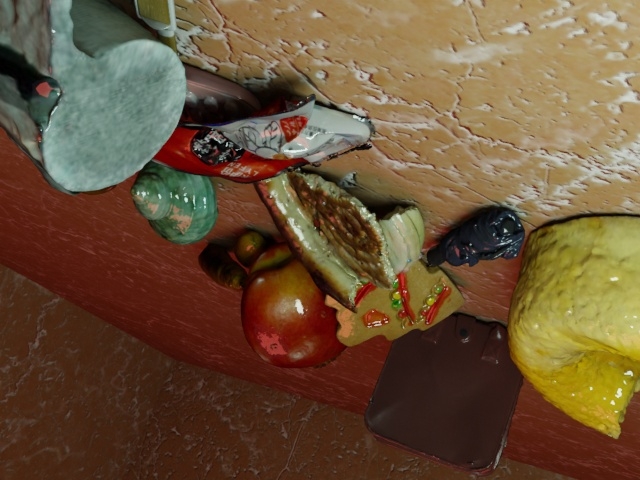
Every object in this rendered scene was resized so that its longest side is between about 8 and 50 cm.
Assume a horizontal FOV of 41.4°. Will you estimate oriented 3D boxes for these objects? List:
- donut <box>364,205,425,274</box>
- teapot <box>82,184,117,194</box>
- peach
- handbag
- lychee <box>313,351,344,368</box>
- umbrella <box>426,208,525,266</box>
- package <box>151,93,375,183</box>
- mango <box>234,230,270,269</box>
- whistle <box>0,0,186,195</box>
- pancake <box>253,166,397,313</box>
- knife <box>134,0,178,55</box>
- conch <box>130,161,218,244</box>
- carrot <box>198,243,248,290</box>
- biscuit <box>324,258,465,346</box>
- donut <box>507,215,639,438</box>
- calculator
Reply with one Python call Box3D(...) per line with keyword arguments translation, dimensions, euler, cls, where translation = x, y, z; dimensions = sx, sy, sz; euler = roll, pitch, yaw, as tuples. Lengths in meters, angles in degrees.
Box3D(translation=(0.094, -0.004, 1.235), dimensions=(0.166, 0.065, 0.108), euler=(-4, 126, 51), cls="donut")
Box3D(translation=(-0.400, -0.129, 1.491), dimensions=(0.098, 0.078, 0.129), euler=(-26, 163, 12), cls="teapot")
Box3D(translation=(-0.033, 0.123, 1.510), dimensions=(0.199, 0.243, 0.243), euler=(-1, 152, 41), cls="peach")
Box3D(translation=(0.235, 0.268, 1.559), dimensions=(0.260, 0.276, 0.084), euler=(16, 163, 24), cls="handbag")
Box3D(translation=(-0.029, 0.171, 1.739), dimensions=(0.200, 0.200, 0.238), euler=(15, 146, 20), cls="lychee")
Box3D(translation=(0.198, 0.008, 1.175), dimensions=(0.071, 0.071, 0.248), euler=(26, 164, -14), cls="umbrella")
Box3D(translation=(-0.072, -0.124, 1.052), dimensions=(0.269, 0.071, 0.194), euler=(-8, 155, 43), cls="package")
Box3D(translation=(-0.125, 0.019, 1.606), dimensions=(0.077, 0.063, 0.127), euler=(24, 160, 17), cls="mango")
Box3D(translation=(-0.278, -0.203, 0.849), dimensions=(0.168, 0.188, 0.405), euler=(40, 166, 23), cls="whistle")
Box3D(translation=(0.000, 0.000, 1.236), dimensions=(0.257, 0.056, 0.212), euler=(31, 144, 33), cls="pancake")
Box3D(translation=(-0.178, -0.239, 0.910), dimensions=(0.046, 0.022, 0.256), euler=(22, 155, 6), cls="knife")
Box3D(translation=(-0.242, -0.070, 1.389), dimensions=(0.176, 0.122, 0.188), euler=(42, 166, 21), cls="conch")
Box3D(translation=(-0.185, 0.059, 1.672), dimensions=(0.066, 0.066, 0.314), euler=(29, 179, -21), cls="carrot")
Box3D(translation=(0.126, 0.094, 1.397), dimensions=(0.238, 0.041, 0.212), euler=(4, 120, -10), cls="biscuit")
Box3D(translation=(0.408, 0.132, 1.086), dimensions=(0.377, 0.163, 0.435), euler=(39, 159, -25), cls="donut")
Box3D(translation=(-0.206, -0.183, 1.134), dimensions=(0.329, 0.048, 0.220), euler=(16, 161, 10), cls="calculator")
